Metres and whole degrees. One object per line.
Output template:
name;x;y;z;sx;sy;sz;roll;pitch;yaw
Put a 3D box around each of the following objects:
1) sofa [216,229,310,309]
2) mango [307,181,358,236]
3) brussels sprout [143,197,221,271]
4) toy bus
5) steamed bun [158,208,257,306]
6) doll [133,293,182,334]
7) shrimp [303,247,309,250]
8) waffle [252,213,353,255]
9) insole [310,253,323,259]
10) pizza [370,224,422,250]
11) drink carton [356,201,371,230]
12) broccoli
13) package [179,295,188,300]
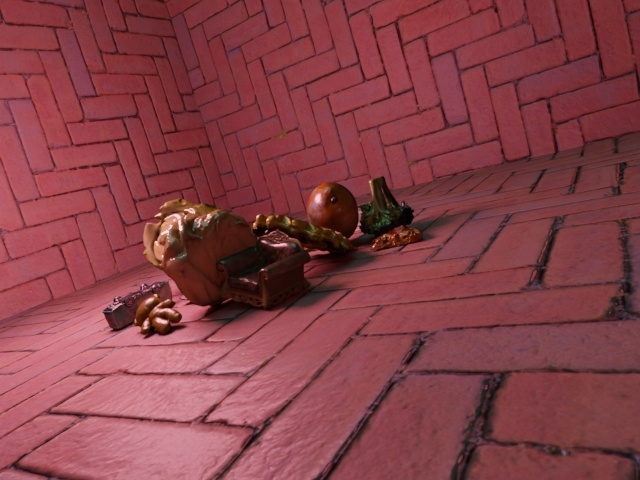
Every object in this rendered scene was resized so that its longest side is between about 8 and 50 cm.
sofa;-0.184;0.082;1.493;0.258;0.182;0.200;7;23;42
mango;0.055;-0.108;1.961;0.199;0.221;0.384;-48;-13;-4
brussels sprout;-0.499;0.018;2.048;0.425;0.343;0.361;25;0;33
toy bus;-0.679;0.234;1.799;0.091;0.109;0.261;-7;15;39
steamed bun;-0.378;0.057;1.629;0.230;0.325;0.372;-1;19;40
doll;-0.518;0.252;1.542;0.209;0.097;0.137;16;62;45
shrimp;-0.013;0.006;2.158;0.145;0.059;0.254;-27;13;-37
waffle;-0.067;-0.016;1.792;0.381;0.095;0.379;15;-7;-5
insole;-0.088;0.076;2.012;0.247;0.011;0.081;-10;12;38
pizza;0.269;-0.014;1.764;0.198;0.062;0.188;-19;7;-9
drink carton;0.242;-0.127;2.379;0.134;0.102;0.222;-11;10;18
broccoli;0.265;-0.141;1.958;0.246;0.244;0.263;-12;6;39
package;-0.401;0.193;1.796;0.231;0.040;0.166;-2;18;30
